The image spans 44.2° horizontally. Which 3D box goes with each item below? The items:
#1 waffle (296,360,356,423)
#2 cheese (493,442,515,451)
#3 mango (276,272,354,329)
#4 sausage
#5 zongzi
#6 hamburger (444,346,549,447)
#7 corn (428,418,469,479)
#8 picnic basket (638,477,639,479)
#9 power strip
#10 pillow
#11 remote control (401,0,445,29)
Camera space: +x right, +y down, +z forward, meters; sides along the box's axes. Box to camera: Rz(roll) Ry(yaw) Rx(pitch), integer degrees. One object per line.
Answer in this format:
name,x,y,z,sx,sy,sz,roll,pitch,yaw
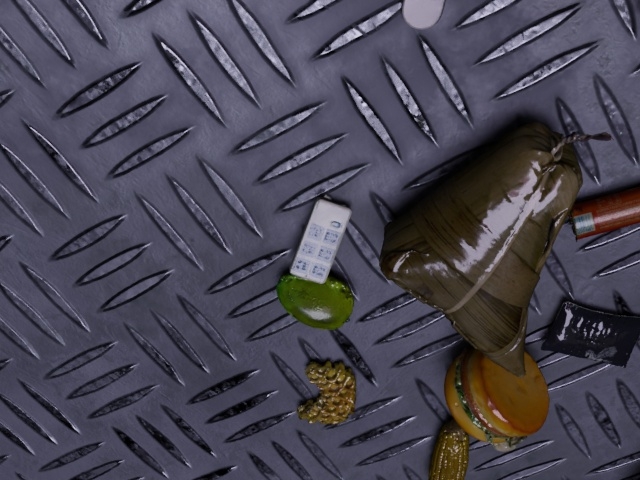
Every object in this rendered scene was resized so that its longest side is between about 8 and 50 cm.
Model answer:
waffle,0.013,0.374,1.913,0.149,0.051,0.194,-2,123,1
cheese,0.445,0.448,1.949,0.065,0.043,0.194,-10,122,7
mango,-0.013,0.128,1.730,0.178,0.100,0.119,23,80,-5
sausage,0.637,-0.069,1.591,0.264,0.083,0.083,-15,121,9
zongzi,0.436,0.013,1.567,0.467,0.218,0.500,39,119,-22
hamburger,0.389,0.350,1.782,0.246,0.246,0.170,35,136,-19
corn,0.328,0.563,1.998,0.097,0.097,0.261,4,122,-1
picnic basket,0.923,0.620,1.993,0.223,0.129,0.296,18,121,-8
power strip,0.000,0.000,1.655,0.081,0.035,0.192,19,105,-10
pillow,0.620,0.215,1.786,0.208,0.055,0.141,13,116,-7
remote control,0.196,-0.488,1.369,0.077,0.022,0.245,7,122,-5
